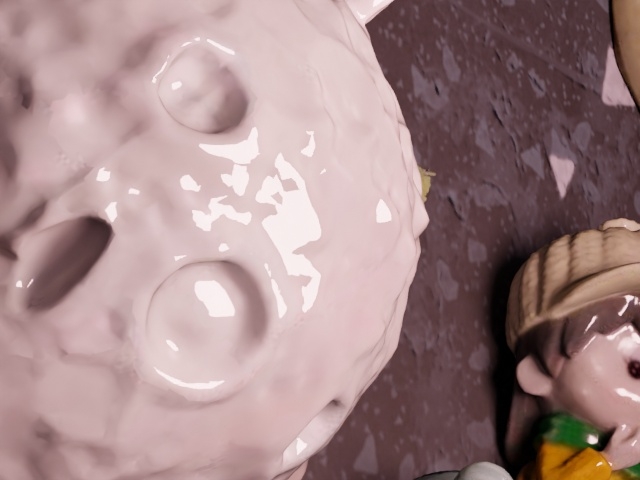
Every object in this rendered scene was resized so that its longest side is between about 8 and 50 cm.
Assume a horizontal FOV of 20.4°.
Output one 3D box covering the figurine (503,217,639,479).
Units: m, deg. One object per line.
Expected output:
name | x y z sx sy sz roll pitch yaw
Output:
figurine | 0.209 0.148 1.385 0.185 0.204 0.332 19 93 -30

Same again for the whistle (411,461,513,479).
whistle | 0.091 0.259 1.228 0.163 0.163 0.290 -44 152 -46

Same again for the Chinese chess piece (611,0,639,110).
Chinese chess piece | 0.379 -0.204 1.699 0.257 0.104 0.257 17 67 -47

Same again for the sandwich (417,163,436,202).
sandwich | 0.000 0.000 1.231 0.193 0.058 0.162 23 65 -47

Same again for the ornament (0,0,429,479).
ornament | -0.122 -0.008 0.866 0.337 0.337 0.337 16 69 -47
